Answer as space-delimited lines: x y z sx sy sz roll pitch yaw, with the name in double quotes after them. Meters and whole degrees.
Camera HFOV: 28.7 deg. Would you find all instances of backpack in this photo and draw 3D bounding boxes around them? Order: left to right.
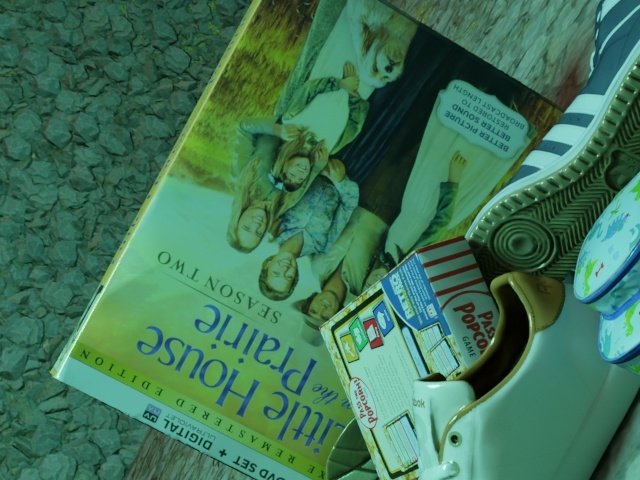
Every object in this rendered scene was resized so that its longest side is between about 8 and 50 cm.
0.193 0.020 0.698 0.105 0.084 0.114 -55 14 46 "backpack"

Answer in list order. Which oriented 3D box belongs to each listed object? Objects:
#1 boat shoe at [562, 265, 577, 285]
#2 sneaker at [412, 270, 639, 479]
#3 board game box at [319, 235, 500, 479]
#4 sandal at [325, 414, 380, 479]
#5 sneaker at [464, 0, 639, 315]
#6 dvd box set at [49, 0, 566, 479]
0.181 0.039 0.837 0.133 0.042 0.049 -45 17 55 "boat shoe"
0.086 0.153 0.762 0.290 0.123 0.106 -64 12 -11 "sneaker"
0.075 0.098 0.933 0.045 0.146 0.193 -16 -13 -27 "board game box"
0.071 0.141 1.050 0.180 0.072 0.049 -60 -6 -1 "sandal"
0.199 -0.074 0.895 0.282 0.099 0.153 -52 13 34 "sneaker"
0.000 0.000 1.094 0.420 0.308 0.062 -62 12 -8 "dvd box set"
